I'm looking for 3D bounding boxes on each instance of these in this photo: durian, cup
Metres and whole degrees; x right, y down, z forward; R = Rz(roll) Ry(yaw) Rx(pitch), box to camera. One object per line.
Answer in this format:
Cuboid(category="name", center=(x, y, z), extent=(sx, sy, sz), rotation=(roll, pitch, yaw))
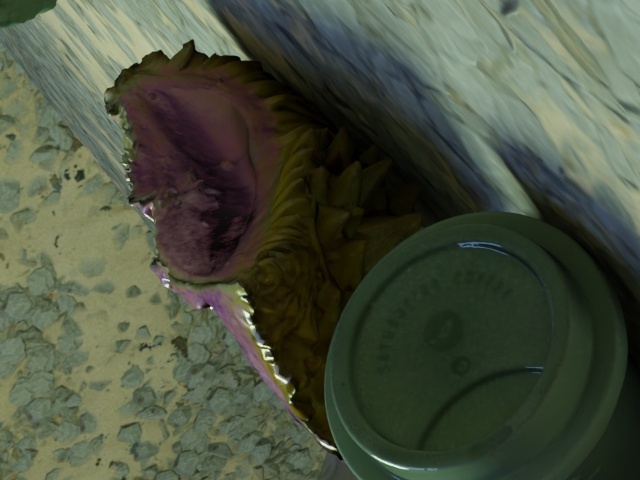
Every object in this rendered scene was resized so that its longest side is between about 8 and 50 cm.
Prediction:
Cuboid(category="durian", center=(-0.001, 0.000, 0.962), extent=(0.191, 0.112, 0.341), rotation=(42, -174, -23))
Cuboid(category="cup", center=(0.079, 0.064, 0.766), extent=(0.120, 0.120, 0.141), rotation=(44, -176, 41))

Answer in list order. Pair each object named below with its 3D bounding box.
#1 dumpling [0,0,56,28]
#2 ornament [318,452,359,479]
Cuboid(category="dumpling", center=(-0.238, -0.208, 1.223), extent=(0.217, 0.149, 0.105), rotation=(53, 136, 29))
Cuboid(category="ornament", center=(0.076, 0.258, 1.119), extent=(0.240, 0.239, 0.240), rotation=(52, -176, 34))
